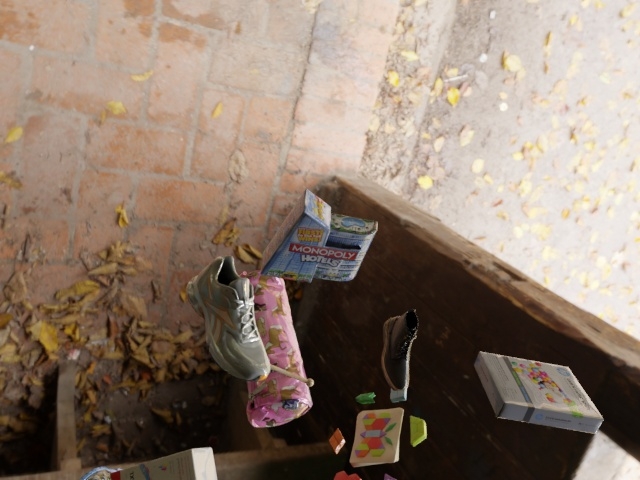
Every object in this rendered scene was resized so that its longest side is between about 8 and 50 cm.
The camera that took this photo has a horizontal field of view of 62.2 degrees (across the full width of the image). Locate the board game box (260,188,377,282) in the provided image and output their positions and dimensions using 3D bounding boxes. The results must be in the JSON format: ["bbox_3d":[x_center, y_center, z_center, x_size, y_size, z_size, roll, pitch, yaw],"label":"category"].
[{"bbox_3d":[0.000,0.000,0.979,0.194,0.060,0.194,9,139,-9],"label":"board game box"}]

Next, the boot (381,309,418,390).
[{"bbox_3d":[0.218,0.289,1.405,0.076,0.198,0.137,1,157,-19],"label":"boot"}]

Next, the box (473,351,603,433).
[{"bbox_3d":[0.393,0.276,0.973,0.186,0.145,0.038,12,114,-6],"label":"box"}]

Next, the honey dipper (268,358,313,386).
[{"bbox_3d":[-0.083,0.290,1.169,0.160,0.030,0.030,30,97,-22],"label":"honey dipper"}]

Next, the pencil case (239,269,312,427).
[{"bbox_3d":[-0.135,0.266,1.356,0.160,0.386,0.167,-12,147,-5],"label":"pencil case"}]

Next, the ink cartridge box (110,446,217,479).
[{"bbox_3d":[-0.311,0.489,1.004,0.231,0.134,0.078,-21,157,13],"label":"ink cartridge box"}]

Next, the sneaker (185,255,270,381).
[{"bbox_3d":[-0.162,0.139,1.003,0.099,0.262,0.121,3,134,-53],"label":"sneaker"}]

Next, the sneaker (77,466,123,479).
[{"bbox_3d":[-0.481,0.550,1.173,0.067,0.078,0.188,-36,152,0],"label":"sneaker"}]

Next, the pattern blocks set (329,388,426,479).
[{"bbox_3d":[0.154,0.546,1.479,0.285,0.325,0.026,-21,119,14],"label":"pattern blocks set"}]
